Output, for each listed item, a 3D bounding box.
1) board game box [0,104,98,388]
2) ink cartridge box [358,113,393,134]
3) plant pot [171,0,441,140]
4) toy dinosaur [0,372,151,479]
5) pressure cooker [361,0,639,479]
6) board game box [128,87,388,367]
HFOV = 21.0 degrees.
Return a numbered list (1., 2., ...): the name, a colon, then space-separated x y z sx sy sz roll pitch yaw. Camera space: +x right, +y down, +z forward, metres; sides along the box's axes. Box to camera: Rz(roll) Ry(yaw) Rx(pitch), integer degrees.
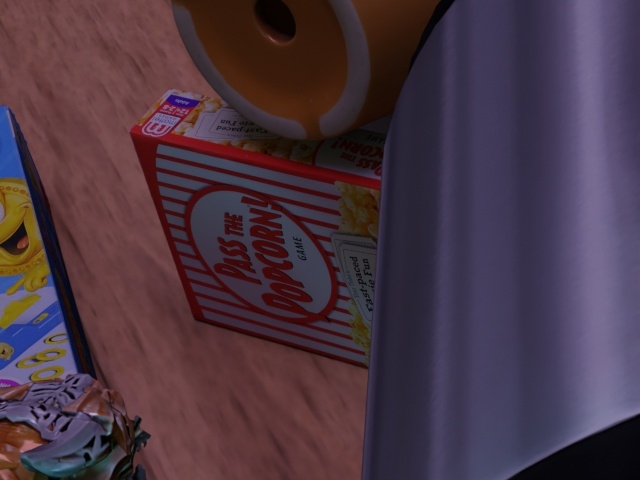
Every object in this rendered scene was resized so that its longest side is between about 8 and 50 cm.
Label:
1. board game box: -0.290 0.082 0.998 0.308 0.086 0.302 -20 41 -5
2. ink cartridge box: 0.055 -0.118 1.091 0.056 0.099 0.135 19 42 7
3. plant pot: 0.029 -0.151 0.899 0.205 0.205 0.188 18 43 33
4. toy dinosaur: -0.138 0.192 0.496 0.164 0.218 0.322 28 60 38
5. pressure cooker: 0.196 0.099 0.553 0.370 0.375 0.420 -37 31 35
6. board game box: 0.000 0.000 0.955 0.193 0.147 0.045 14 48 31
